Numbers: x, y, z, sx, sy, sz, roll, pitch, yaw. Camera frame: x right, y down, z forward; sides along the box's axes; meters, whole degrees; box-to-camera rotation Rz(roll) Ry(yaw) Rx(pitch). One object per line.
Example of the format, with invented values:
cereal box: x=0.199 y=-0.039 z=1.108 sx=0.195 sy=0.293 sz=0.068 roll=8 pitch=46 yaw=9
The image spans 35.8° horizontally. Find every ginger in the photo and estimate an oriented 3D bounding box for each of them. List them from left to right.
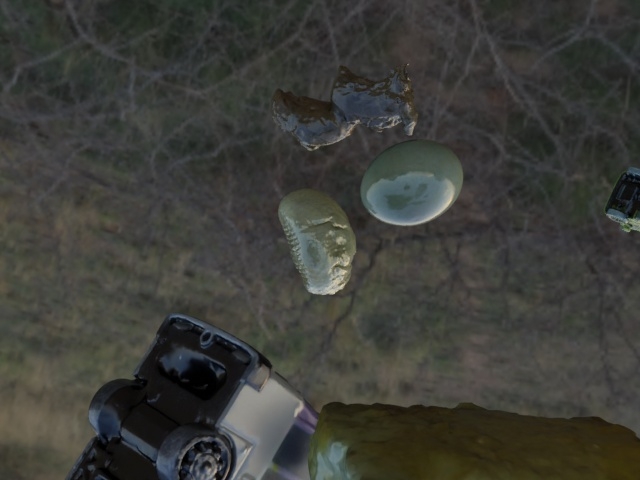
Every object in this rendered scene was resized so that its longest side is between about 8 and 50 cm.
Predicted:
ginger: x=0.025 y=-0.210 z=1.561 sx=0.290 sy=0.084 sz=0.122 roll=-3 pitch=116 yaw=39

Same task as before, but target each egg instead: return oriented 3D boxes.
egg: x=0.121 y=-0.077 z=1.336 sx=0.152 sy=0.114 sz=0.114 roll=-17 pitch=146 yaw=36

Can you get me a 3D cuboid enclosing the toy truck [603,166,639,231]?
toy truck: x=0.520 y=-0.040 z=1.437 sx=0.116 sy=0.085 sz=0.191 roll=30 pitch=173 yaw=-33

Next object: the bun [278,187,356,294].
bun: x=0.000 y=0.000 z=1.686 sx=0.111 sy=0.188 sz=0.164 roll=-20 pitch=179 yaw=-11

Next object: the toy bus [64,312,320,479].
toy bus: x=-0.179 y=0.334 z=1.183 sx=0.209 sy=0.439 sz=0.249 roll=17 pitch=161 yaw=48

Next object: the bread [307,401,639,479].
bread: x=0.098 y=0.319 z=0.649 sx=0.239 sy=0.395 sz=0.264 roll=6 pitch=-171 yaw=-6
